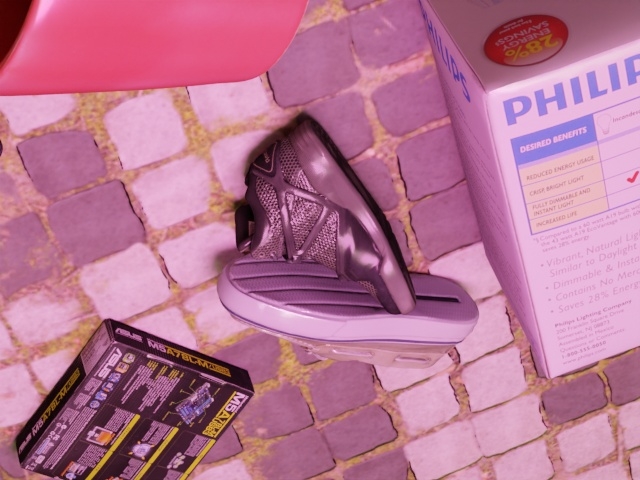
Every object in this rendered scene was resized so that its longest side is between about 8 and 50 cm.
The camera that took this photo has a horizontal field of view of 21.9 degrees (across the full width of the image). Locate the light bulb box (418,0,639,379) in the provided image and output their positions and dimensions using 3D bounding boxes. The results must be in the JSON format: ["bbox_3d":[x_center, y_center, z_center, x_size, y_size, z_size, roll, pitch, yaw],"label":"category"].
[{"bbox_3d":[0.314,-0.115,1.566,0.358,0.225,0.361,-20,130,-2],"label":"light bulb box"}]

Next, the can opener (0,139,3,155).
[{"bbox_3d":[-0.373,-0.068,1.465,0.186,0.059,0.073,-12,131,-23],"label":"can opener"}]

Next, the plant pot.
[{"bbox_3d":[-0.152,-0.237,1.305,0.243,0.275,0.275,5,125,-33],"label":"plant pot"}]

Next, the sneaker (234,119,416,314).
[{"bbox_3d":[0.000,0.000,1.632,0.130,0.087,0.227,-31,119,13],"label":"sneaker"}]

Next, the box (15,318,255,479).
[{"bbox_3d":[-0.196,0.188,1.751,0.184,0.045,0.190,22,116,-34],"label":"box"}]

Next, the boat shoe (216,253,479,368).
[{"bbox_3d":[0.025,0.085,1.705,0.302,0.109,0.094,10,125,-28],"label":"boat shoe"}]
